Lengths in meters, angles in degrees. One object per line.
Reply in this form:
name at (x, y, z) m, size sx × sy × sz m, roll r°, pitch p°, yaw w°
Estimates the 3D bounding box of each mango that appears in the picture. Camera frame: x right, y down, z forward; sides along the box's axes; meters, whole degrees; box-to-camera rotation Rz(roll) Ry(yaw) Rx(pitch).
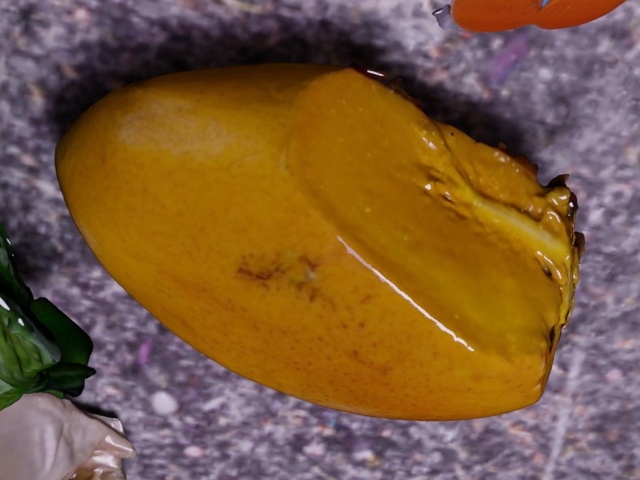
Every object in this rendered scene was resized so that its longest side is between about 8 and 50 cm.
mango at (0.000, 0.000, 0.776) m, size 0.252 × 0.126 × 0.154 m, roll 19°, pitch 145°, yaw -4°

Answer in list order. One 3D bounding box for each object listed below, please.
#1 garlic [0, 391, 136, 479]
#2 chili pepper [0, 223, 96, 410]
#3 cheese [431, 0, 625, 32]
garlic at (-0.187, 0.174, 0.906) m, size 0.143 × 0.178 × 0.229 m, roll -2°, pitch 114°, yaw 40°
chili pepper at (-0.208, -0.046, 0.679) m, size 0.168 × 0.213 × 0.385 m, roll -16°, pitch 128°, yaw 5°
cheese at (0.123, -0.149, 0.585) m, size 0.106 × 0.037 × 0.256 m, roll -4°, pitch 151°, yaw -29°
